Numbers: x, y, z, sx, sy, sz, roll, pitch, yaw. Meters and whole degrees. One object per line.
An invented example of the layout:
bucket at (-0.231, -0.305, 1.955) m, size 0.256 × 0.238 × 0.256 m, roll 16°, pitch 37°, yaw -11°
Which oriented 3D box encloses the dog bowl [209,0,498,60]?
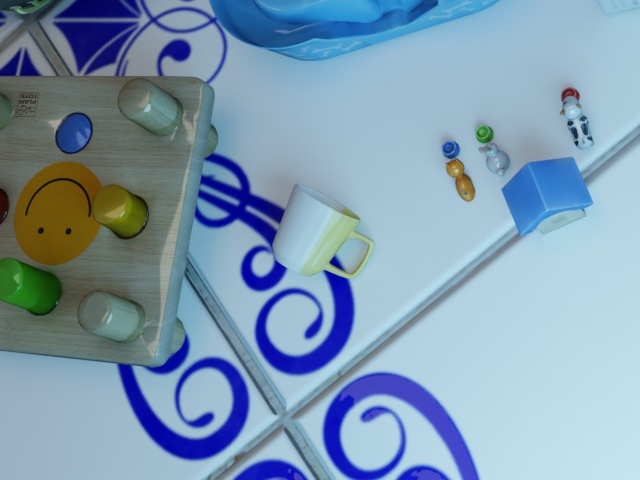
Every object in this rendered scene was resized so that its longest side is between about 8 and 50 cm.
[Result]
dog bowl at (0.049, -0.249, 1.125) m, size 0.297 × 0.074 × 0.166 m, roll -15°, pitch 70°, yaw 20°

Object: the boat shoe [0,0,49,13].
boat shoe at (-0.306, -0.276, 1.280) m, size 0.305 × 0.091 × 0.109 m, roll 9°, pitch 43°, yaw 24°

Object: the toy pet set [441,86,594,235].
toy pet set at (0.157, -0.061, 1.029) m, size 0.122 × 0.065 × 0.114 m, roll -25°, pitch 67°, yaw 16°

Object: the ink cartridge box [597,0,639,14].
ink cartridge box at (0.299, -0.257, 0.967) m, size 0.219 × 0.160 × 0.092 m, roll -9°, pitch 74°, yaw 22°

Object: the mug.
mug at (-0.003, -0.002, 1.089) m, size 0.078 × 0.062 × 0.064 m, roll 34°, pitch 99°, yaw 34°

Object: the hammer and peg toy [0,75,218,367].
hammer and peg toy at (-0.274, -0.033, 1.178) m, size 0.361 × 0.127 × 0.266 m, roll 4°, pitch 78°, yaw 25°
